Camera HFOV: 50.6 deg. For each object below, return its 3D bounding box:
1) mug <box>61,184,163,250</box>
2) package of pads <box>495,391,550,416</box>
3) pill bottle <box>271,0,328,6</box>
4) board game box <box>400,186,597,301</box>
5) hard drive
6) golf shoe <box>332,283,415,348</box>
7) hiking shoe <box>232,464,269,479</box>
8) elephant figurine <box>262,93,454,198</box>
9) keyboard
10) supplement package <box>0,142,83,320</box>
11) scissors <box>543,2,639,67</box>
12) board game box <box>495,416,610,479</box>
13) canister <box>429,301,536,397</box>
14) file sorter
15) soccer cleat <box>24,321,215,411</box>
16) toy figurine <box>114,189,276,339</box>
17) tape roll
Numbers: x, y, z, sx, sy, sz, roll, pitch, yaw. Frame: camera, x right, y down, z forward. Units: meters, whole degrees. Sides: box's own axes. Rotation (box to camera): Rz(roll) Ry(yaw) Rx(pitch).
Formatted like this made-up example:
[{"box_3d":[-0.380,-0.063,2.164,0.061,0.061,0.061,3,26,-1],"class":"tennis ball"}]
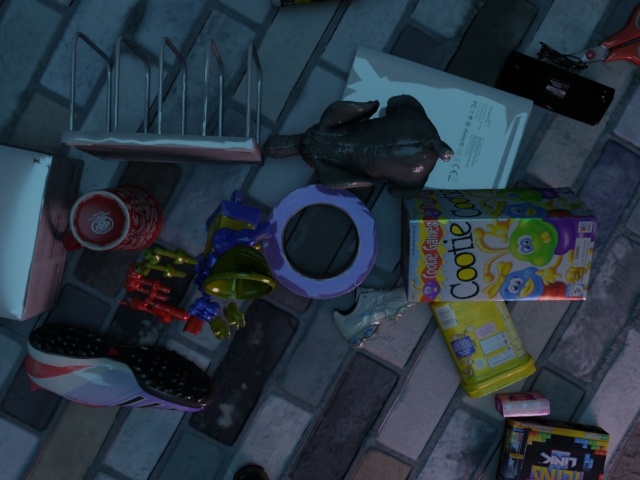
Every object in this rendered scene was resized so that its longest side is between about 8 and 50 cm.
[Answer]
[{"box_3d":[-0.336,-0.019,1.079,0.113,0.169,0.150,36,92,-3],"class":"mug"},{"box_3d":[0.346,0.281,1.162,0.083,0.050,0.032,-3,93,-1],"class":"package of pads"},{"box_3d":[0.018,-0.446,1.084,0.208,0.119,0.119,-7,93,0],"class":"pill bottle"},{"box_3d":[0.270,0.005,1.077,0.275,0.142,0.144,-1,113,2],"class":"board game box"},{"box_3d":[0.179,-0.183,1.140,0.307,0.040,0.203,17,93,-1],"class":"hard drive"},{"box_3d":[0.100,0.103,1.145,0.176,0.069,0.086,-38,87,1],"class":"golf shoe"},{"box_3d":[-0.088,0.499,1.138,0.086,0.114,0.227,-29,93,2],"class":"hiking shoe"},{"box_3d":[0.046,-0.137,1.025,0.239,0.186,0.169,0,56,-13],"class":"elephant figurine"},{"box_3d":[0.401,-0.271,1.140,0.192,0.038,0.100,20,126,-3],"class":"keyboard"},{"box_3d":[-0.527,-0.026,1.090,0.204,0.145,0.262,12,93,-1],"class":"supplement package"},{"box_3d":[0.478,-0.310,1.145,0.297,0.021,0.109,-28,95,1],"class":"scissors"},{"box_3d":[0.399,0.384,1.170,0.170,0.048,0.141,8,92,-1],"class":"board game box"},{"box_3d":[0.271,0.161,1.144,0.126,0.073,0.170,-24,92,1],"class":"canister"},{"box_3d":[-0.230,-0.216,1.061,0.277,0.193,0.173,3,90,-1],"class":"file sorter"},{"box_3d":[-0.337,0.237,1.139,0.318,0.108,0.116,17,115,-4],"class":"soccer cleat"},{"box_3d":[-0.169,-0.002,1.034,0.191,0.362,0.217,23,65,-14],"class":"toy figurine"},{"box_3d":[0.000,0.000,1.129,0.189,0.080,0.189,0,93,0],"class":"tape roll"}]
